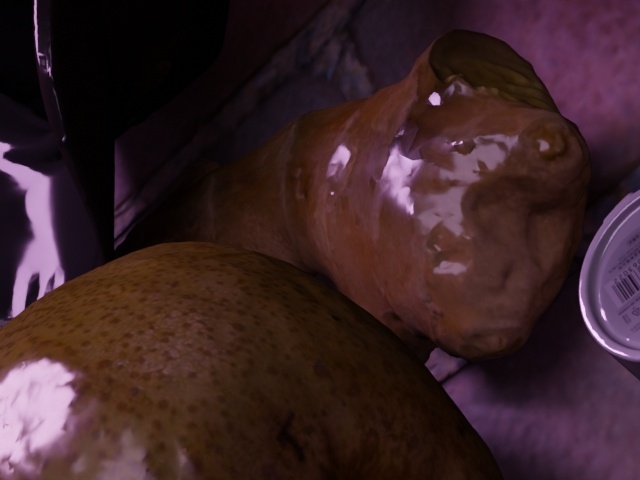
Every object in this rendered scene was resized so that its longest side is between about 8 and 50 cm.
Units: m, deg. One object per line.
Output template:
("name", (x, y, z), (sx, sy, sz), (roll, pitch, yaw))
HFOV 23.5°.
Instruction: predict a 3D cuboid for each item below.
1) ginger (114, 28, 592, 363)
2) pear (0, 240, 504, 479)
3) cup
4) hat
("ginger", (0.000, 0.000, 0.649), (0.294, 0.086, 0.131), (-17, 70, 47))
("pear", (-0.035, 0.110, 0.535), (0.211, 0.188, 0.228), (-11, 78, 44))
("cup", (0.131, 0.024, 0.487), (0.074, 0.116, 0.104), (-47, 38, 13))
("hat", (-0.104, -0.121, 0.770), (0.238, 0.209, 0.336), (-40, 62, 46))
